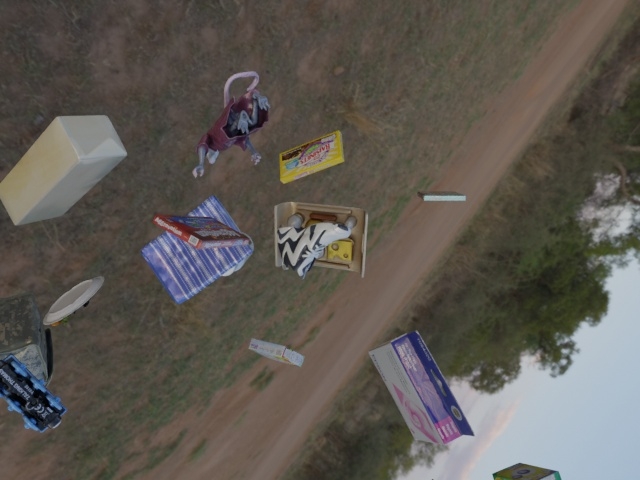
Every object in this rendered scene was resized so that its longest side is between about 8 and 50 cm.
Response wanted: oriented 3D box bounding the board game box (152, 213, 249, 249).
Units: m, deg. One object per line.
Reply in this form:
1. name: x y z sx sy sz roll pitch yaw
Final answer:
1. board game box: -0.311 -0.025 1.269 0.027 0.145 0.281 -62 167 8

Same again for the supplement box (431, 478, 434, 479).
1. supplement box: 0.238 0.517 0.907 0.055 0.083 0.043 -48 178 -6

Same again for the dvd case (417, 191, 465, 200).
1. dvd case: 0.263 -0.098 1.028 0.119 0.087 0.013 -63 153 -80

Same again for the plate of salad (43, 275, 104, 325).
1. plate of salad: -0.711 0.178 1.363 0.200 0.200 0.048 -43 117 -24

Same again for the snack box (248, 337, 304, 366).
1. snack box: -0.132 0.336 1.401 0.100 0.141 0.037 44 59 -45

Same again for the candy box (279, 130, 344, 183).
1. candy box: -0.029 -0.247 1.392 0.205 0.105 0.027 -17 151 22

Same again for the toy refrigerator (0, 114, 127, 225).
1. toy refrigerator: -0.499 -0.134 0.891 0.269 0.094 0.102 -27 180 32

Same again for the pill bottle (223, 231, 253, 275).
1. pill bottle: -0.368 0.057 1.941 0.131 0.131 0.229 -58 -177 20

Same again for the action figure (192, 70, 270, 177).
1. action figure: -0.349 -0.389 1.660 0.248 0.276 0.370 -18 180 -38

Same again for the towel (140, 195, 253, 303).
1. towel: -0.427 0.035 1.592 0.336 0.243 0.040 -35 177 10

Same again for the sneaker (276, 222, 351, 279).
1. sneaker: -0.020 0.033 1.334 0.094 0.234 0.153 14 73 -67

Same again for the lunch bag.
1. lunch bag: -0.954 0.353 1.492 0.168 0.235 0.287 -11 133 -25

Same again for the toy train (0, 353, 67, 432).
1. toy train: -0.612 0.316 0.971 0.080 0.184 0.105 -45 -163 -28

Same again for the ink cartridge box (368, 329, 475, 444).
1. ink cartridge box: 0.290 0.455 1.435 0.071 0.324 0.330 -24 166 -17

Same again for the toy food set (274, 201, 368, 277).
1. toy food set: 0.000 0.000 1.505 0.092 0.306 0.220 -47 141 -63

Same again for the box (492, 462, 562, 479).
1. box: 0.553 0.649 1.274 0.105 0.043 0.179 -10 164 -20
